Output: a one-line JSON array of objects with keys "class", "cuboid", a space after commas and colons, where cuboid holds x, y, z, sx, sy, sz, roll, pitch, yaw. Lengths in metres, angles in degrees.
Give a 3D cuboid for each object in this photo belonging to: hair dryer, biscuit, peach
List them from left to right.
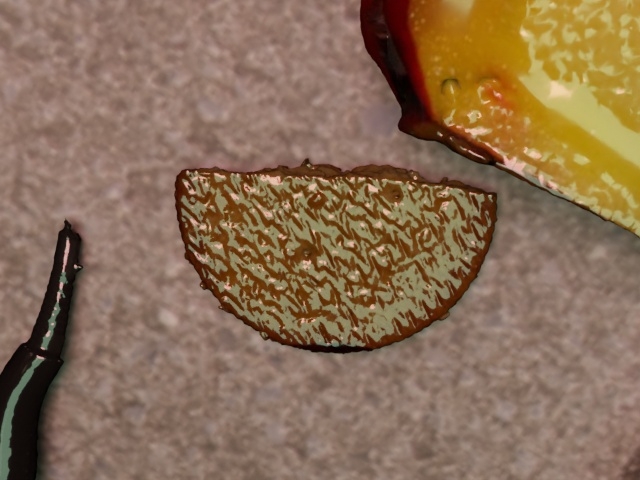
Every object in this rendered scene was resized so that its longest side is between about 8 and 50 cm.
[{"class": "hair dryer", "cuboid": [-0.249, 0.145, 0.679, 0.303, 0.120, 0.360, 20, 93, 13]}, {"class": "biscuit", "cuboid": [0.007, 0.011, 0.653, 0.206, 0.025, 0.126, 4, 102, 3]}, {"class": "peach", "cuboid": [0.159, -0.102, 0.556, 0.267, 0.154, 0.159, 25, 112, 7]}]
